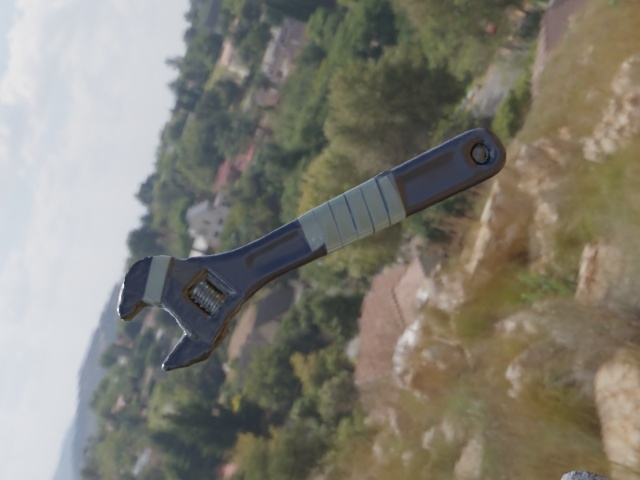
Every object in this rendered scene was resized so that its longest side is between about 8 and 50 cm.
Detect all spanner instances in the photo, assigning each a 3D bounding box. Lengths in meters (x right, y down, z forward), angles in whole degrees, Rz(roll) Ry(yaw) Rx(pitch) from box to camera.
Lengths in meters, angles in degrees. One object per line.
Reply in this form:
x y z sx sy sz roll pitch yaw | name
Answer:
0.000 0.000 0.788 0.087 0.316 0.024 63 174 11 | spanner

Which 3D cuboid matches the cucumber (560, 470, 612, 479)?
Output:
0.242 0.268 0.962 0.112 0.064 0.064 -68 4 -46 | cucumber
